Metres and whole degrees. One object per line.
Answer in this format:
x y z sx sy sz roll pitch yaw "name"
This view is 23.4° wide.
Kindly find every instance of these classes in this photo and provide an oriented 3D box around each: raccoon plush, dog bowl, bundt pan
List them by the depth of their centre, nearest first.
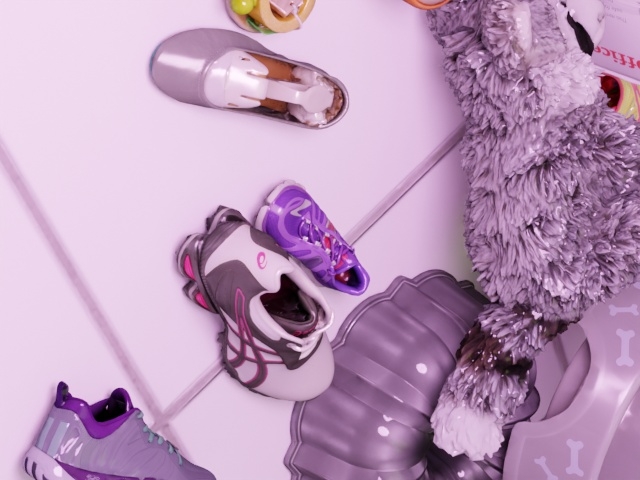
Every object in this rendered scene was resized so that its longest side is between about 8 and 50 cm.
0.175 -0.036 1.489 0.299 0.216 0.446 36 69 -33 "raccoon plush"
0.121 0.206 1.707 0.331 0.124 0.330 -24 127 -36 "bundt pan"
0.350 0.189 1.787 0.349 0.102 0.348 -38 144 -36 "dog bowl"

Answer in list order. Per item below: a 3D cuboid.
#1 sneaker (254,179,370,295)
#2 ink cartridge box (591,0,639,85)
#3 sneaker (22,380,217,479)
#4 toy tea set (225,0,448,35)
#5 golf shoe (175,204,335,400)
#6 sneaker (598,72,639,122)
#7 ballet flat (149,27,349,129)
0.000 0.000 1.509 0.068 0.071 0.170 -57 139 -8 "sneaker"
0.280 -0.307 1.533 0.117 0.207 0.283 -45 137 -19 "ink cartridge box"
-0.166 0.191 1.432 0.224 0.083 0.098 19 91 -49 "sneaker"
0.021 -0.270 1.344 0.336 0.124 0.200 -29 129 -33 "toy tea set"
-0.039 0.086 1.479 0.105 0.120 0.273 -51 140 -16 "golf shoe"
0.348 -0.148 1.799 0.094 0.081 0.208 -31 124 -23 "sneaker"
-0.054 -0.142 1.378 0.213 0.068 0.072 7 105 -48 "ballet flat"
